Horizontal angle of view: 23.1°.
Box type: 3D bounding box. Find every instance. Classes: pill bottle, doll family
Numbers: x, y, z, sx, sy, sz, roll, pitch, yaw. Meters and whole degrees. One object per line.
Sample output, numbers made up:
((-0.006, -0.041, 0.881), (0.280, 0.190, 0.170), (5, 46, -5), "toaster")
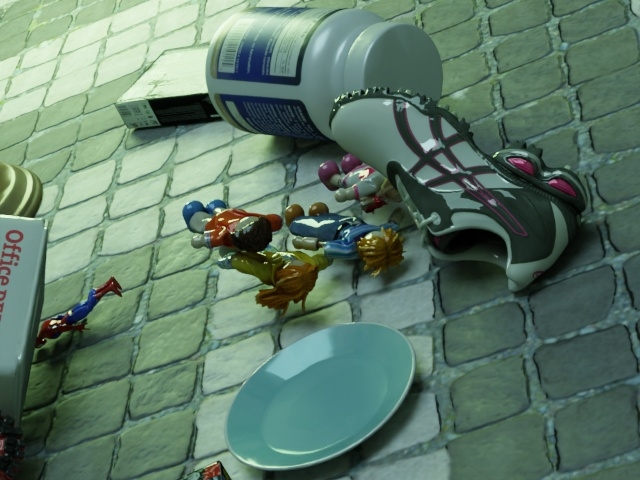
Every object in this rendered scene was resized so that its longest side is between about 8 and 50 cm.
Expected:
((0.003, -0.188, 1.784), (0.265, 0.153, 0.153), (11, 48, 47), "pill bottle")
((0.000, 0.000, 1.566), (0.263, 0.118, 0.163), (-20, 19, -23), "doll family")

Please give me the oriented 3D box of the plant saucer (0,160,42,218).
((-0.493, -0.019, 2.048), (0.278, 0.041, 0.278), (-20, 32, 13), "plant saucer")

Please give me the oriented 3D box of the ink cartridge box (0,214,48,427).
((-0.446, 0.080, 1.601), (0.308, 0.129, 0.223), (6, 43, -5), "ink cartridge box")

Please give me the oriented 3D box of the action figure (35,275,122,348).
((-0.268, 0.083, 1.713), (0.115, 0.030, 0.038), (-32, 24, 4), "action figure")

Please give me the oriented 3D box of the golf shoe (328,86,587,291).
((0.110, -0.055, 1.465), (0.273, 0.105, 0.120), (25, 67, 24), "golf shoe")

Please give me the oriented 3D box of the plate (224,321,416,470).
((0.002, 0.143, 1.401), (0.188, 0.024, 0.188), (-21, 30, 13), "plate")

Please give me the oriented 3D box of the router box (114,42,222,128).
((-0.164, -0.207, 2.058), (0.179, 0.046, 0.133), (-2, 38, 37), "router box")

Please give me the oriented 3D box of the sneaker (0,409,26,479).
((-0.347, 0.266, 1.463), (0.093, 0.088, 0.225), (-38, 22, 42), "sneaker")

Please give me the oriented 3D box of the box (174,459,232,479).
((-0.138, 0.252, 1.346), (0.137, 0.027, 0.094), (-25, 29, 5), "box")
